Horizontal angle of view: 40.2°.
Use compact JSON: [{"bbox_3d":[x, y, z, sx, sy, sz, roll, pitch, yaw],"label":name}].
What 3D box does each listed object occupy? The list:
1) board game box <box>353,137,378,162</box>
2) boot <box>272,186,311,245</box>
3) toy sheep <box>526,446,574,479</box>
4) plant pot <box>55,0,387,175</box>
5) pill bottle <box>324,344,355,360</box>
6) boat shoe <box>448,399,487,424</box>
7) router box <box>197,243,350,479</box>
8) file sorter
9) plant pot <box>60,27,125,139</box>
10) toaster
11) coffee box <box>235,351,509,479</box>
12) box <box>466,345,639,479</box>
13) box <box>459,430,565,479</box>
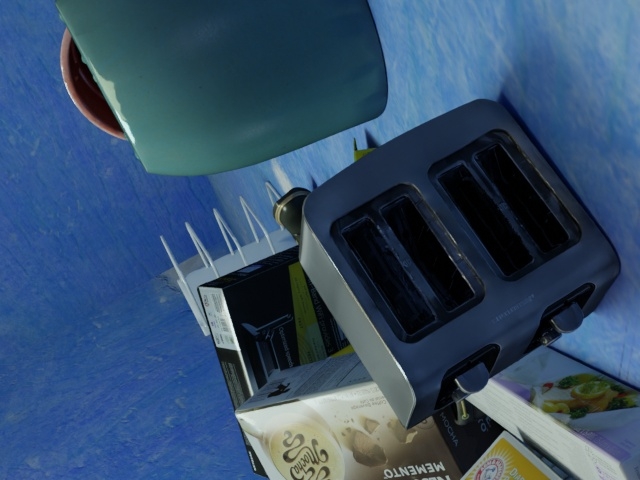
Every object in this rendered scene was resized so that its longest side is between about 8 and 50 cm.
[{"bbox_3d":[0.064,0.022,0.940,0.124,0.039,0.259,76,-174,-59],"label":"board game box"},{"bbox_3d":[0.000,0.000,1.446,0.137,0.077,0.198,52,-178,24],"label":"boot"},{"bbox_3d":[0.219,0.239,0.839,0.132,0.091,0.091,48,165,38],"label":"toy sheep"},{"bbox_3d":[-0.111,-0.199,0.852,0.293,0.235,0.293,60,172,15],"label":"plant pot"},{"bbox_3d":[0.066,0.197,1.263,0.103,0.184,0.103,58,171,15],"label":"pill bottle"},{"bbox_3d":[0.131,0.092,0.926,0.228,0.069,0.081,63,172,-12],"label":"boat shoe"},{"bbox_3d":[-0.028,0.172,1.333,0.081,0.243,0.309,-1,108,54],"label":"router box"},{"bbox_3d":[-0.179,0.028,1.869,0.193,0.278,0.173,51,165,49],"label":"file sorter"},{"bbox_3d":[-0.264,-0.330,1.331,0.265,0.272,0.272,-117,4,-49],"label":"plant pot"},{"bbox_3d":[0.086,0.009,0.604,0.185,0.168,0.110,58,168,17],"label":"toaster"},{"bbox_3d":[0.060,0.232,1.087,0.297,0.119,0.168,-20,100,39],"label":"coffee box"},{"bbox_3d":[0.194,0.136,0.718,0.067,0.063,0.324,64,171,-11],"label":"box"},{"bbox_3d":[0.206,0.269,0.720,0.203,0.103,0.114,41,178,-20],"label":"box"}]
